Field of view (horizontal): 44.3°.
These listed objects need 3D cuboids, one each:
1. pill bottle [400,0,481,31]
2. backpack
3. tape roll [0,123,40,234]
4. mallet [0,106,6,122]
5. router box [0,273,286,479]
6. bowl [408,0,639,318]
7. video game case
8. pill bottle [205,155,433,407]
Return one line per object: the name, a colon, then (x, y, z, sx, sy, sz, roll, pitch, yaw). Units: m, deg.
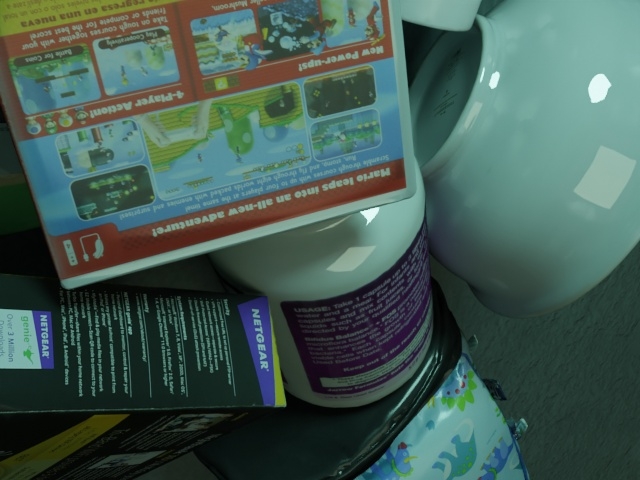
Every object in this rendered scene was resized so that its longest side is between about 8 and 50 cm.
pill bottle: (0.097, -0.282, 0.551, 0.136, 0.136, 0.245, -3, 121, -35)
backpack: (0.079, 0.236, 0.843, 0.290, 0.273, 0.355, -42, 148, -14)
tape roll: (-0.185, -0.149, 0.444, 0.321, 0.077, 0.321, -26, 141, -23)
mallet: (-0.193, -0.062, 0.405, 0.190, 0.062, 0.039, -4, 130, -43)
router box: (-0.211, 0.120, 0.534, 0.243, 0.081, 0.309, 9, 150, -39)
bowl: (0.152, -0.095, 0.652, 0.134, 0.298, 0.297, 20, 108, -18)
video game case: (-0.061, -0.129, 0.375, 0.204, 0.025, 0.285, -15, 117, -13)
pill bottle: (0.000, 0.000, 0.611, 0.169, 0.169, 0.301, -34, 148, -12)
